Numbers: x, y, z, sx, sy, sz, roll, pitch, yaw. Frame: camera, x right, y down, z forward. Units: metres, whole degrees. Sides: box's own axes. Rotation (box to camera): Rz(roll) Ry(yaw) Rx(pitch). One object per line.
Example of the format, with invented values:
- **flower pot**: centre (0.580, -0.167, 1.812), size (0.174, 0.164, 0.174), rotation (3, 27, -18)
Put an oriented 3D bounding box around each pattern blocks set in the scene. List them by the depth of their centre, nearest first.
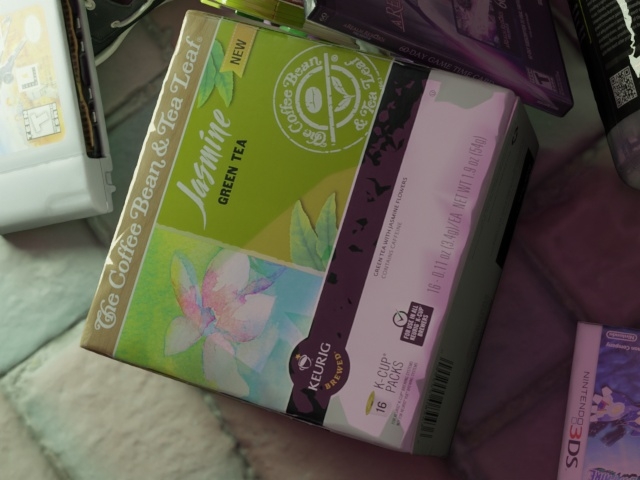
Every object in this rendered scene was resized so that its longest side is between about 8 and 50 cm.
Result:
- **pattern blocks set**: centre (-0.043, -0.218, 1.351), size (0.324, 0.285, 0.026), rotation (20, 100, 11)

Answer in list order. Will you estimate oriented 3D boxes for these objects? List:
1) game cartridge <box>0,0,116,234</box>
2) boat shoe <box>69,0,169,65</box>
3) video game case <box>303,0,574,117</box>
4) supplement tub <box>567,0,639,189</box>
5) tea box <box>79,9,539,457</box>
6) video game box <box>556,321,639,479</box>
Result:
- **game cartridge**: centre (-0.322, -0.158, 1.477), size (0.198, 0.062, 0.297), rotation (-11, 89, 25)
- **boat shoe**: centre (-0.221, -0.273, 1.498), size (0.302, 0.091, 0.114), rotation (-35, 75, 6)
- **video game case**: centre (0.104, -0.229, 1.317), size (0.026, 0.274, 0.196), rotation (-49, 33, 40)
- **supplement tub**: centre (0.331, -0.231, 1.299), size (0.207, 0.207, 0.338), rotation (-16, 78, 10)
- **tea box**: centre (0.000, 0.000, 1.330), size (0.323, 0.220, 0.329), rotation (15, 85, 16)
- **video game box**: centre (0.326, 0.180, 1.312), size (0.205, 0.048, 0.187), rotation (7, 84, 15)
